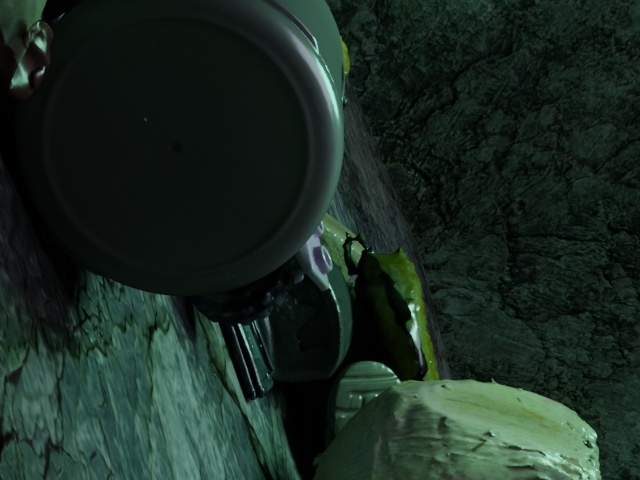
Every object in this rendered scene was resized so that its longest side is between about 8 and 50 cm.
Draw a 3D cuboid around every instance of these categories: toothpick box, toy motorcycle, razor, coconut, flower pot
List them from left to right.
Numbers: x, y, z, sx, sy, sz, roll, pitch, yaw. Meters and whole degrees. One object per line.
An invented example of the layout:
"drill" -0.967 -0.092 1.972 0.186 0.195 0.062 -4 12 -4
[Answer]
"razor" -0.198 -0.161 1.081 0.154 0.028 0.044 -83 177 -63
"toothpick box" -0.093 -0.114 1.072 0.316 0.229 0.229 -85 155 -71
"toy motorcycle" -0.054 -0.084 1.345 0.143 0.188 0.327 49 23 -52
"flower pot" -0.037 0.032 1.517 0.108 0.103 0.229 -32 104 -82
"coconut" 0.109 0.269 1.379 0.297 0.255 0.297 -167 -90 -89

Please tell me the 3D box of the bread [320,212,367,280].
"bread" -0.018 0.011 2.019 0.152 0.105 0.077 39 10 -2

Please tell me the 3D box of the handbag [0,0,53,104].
"handbag" -0.209 -0.214 0.801 0.235 0.127 0.213 82 -4 -56

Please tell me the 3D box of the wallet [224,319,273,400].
"wallet" -0.071 0.083 1.426 0.088 0.026 0.129 -29 101 -82

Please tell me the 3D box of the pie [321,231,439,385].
"pie" 0.072 0.153 1.699 0.371 0.078 0.296 119 -49 -70

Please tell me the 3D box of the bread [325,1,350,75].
"bread" -0.072 -0.241 1.507 0.233 0.161 0.088 50 -32 5

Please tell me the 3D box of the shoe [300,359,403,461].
"shoe" 0.030 0.227 1.578 0.125 0.099 0.227 -155 -116 -65
